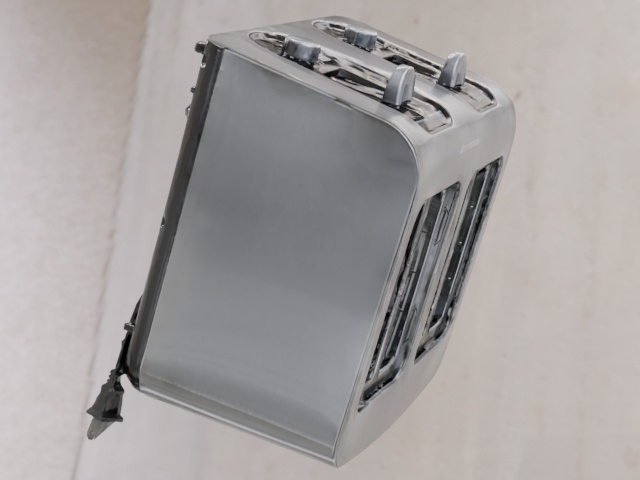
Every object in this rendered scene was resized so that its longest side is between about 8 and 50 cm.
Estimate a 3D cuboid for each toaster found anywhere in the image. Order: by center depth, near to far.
[{"bbox_3d":[0.000,0.000,0.682,0.110,0.168,0.185,21,107,16],"label":"toaster"}]
